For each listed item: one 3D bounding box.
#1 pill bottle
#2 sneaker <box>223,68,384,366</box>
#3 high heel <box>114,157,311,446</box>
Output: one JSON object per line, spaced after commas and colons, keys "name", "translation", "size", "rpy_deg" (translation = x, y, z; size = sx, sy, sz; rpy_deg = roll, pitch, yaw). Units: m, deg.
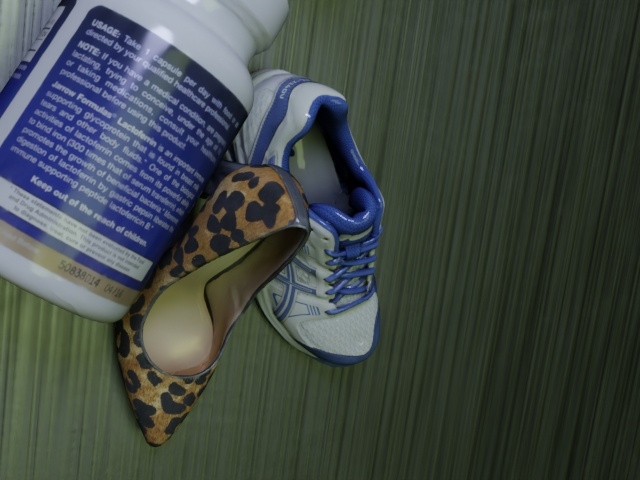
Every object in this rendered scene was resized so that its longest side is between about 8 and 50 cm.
{"name": "pill bottle", "translation": [-0.142, -0.088, 0.577], "size": [0.153, 0.153, 0.264], "rpy_deg": [35, 83, -33]}
{"name": "sneaker", "translation": [0.000, 0.000, 0.702], "size": [0.112, 0.131, 0.296], "rpy_deg": [-33, 118, -24]}
{"name": "high heel", "translation": [-0.086, 0.064, 0.628], "size": [0.093, 0.186, 0.261], "rpy_deg": [8, 97, -33]}
